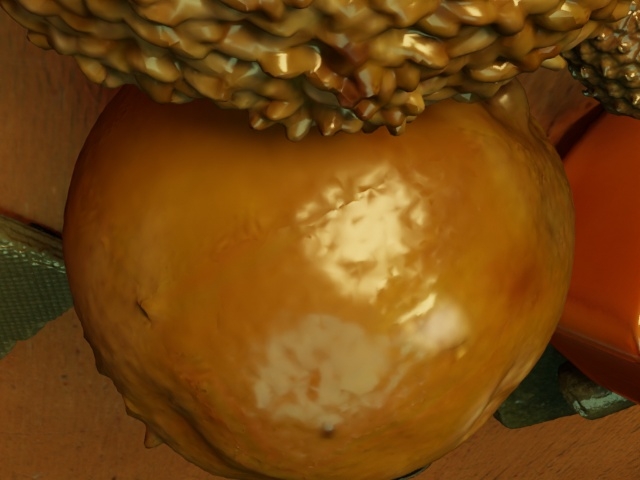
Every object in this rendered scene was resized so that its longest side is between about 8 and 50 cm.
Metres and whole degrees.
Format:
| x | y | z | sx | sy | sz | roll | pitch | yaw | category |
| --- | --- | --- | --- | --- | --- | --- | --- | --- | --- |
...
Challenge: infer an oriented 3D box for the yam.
| x | y | z | sx | sy | sz | roll | pitch | yaw | category |
| --- | --- | --- | --- | --- | --- | --- | --- | --- | --- |
| 0.311 | 0.127 | 0.921 | 0.147 | 0.069 | 0.069 | -24 | 142 | 16 | yam |

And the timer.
| x | y | z | sx | sy | sz | roll | pitch | yaw | category |
| --- | --- | --- | --- | --- | --- | --- | --- | --- | --- |
| 0.300 | 0.004 | 0.791 | 0.257 | 0.161 | 0.250 | 37 | 81 | -42 | timer |

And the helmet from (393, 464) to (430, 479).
| x | y | z | sx | sy | sz | roll | pitch | yaw | category |
| --- | --- | --- | --- | --- | --- | --- | --- | --- | --- |
| 0.042 | 0.255 | 1.148 | 0.177 | 0.107 | 0.153 | -5 | 145 | -39 | helmet |

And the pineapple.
| x | y | z | sx | sy | sz | roll | pitch | yaw | category |
| --- | --- | --- | --- | --- | --- | --- | --- | --- | --- |
| 0.168 | -0.181 | 0.593 | 0.251 | 0.125 | 0.125 | 35 | 126 | -29 | pineapple |

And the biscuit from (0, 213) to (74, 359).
| x | y | z | sx | sy | sz | roll | pitch | yaw | category |
| --- | --- | --- | --- | --- | --- | --- | --- | --- | --- |
| -0.301 | 0.052 | 0.847 | 0.199 | 0.040 | 0.121 | -33 | 136 | 30 | biscuit |

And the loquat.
| x | y | z | sx | sy | sz | roll | pitch | yaw | category |
| --- | --- | --- | --- | --- | --- | --- | --- | --- | --- |
| 0.000 | 0.000 | 0.611 | 0.329 | 0.328 | 0.328 | -6 | 144 | -5 | loquat |

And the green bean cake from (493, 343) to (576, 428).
| x | y | z | sx | sy | sz | roll | pitch | yaw | category |
| --- | --- | --- | --- | --- | --- | --- | --- | --- | --- |
| 0.261 | 0.110 | 1.004 | 0.184 | 0.094 | 0.185 | -15 | 142 | 5 | green bean cake |

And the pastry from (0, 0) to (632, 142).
| x | y | z | sx | sy | sz | roll | pitch | yaw | category |
| --- | --- | --- | --- | --- | --- | --- | --- | --- | --- |
| 0.004 | -0.217 | 0.357 | 0.410 | 0.245 | 0.409 | -2 | 135 | -2 | pastry |
